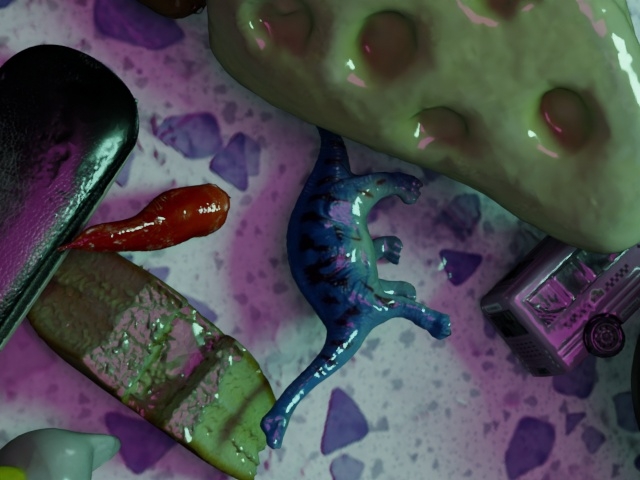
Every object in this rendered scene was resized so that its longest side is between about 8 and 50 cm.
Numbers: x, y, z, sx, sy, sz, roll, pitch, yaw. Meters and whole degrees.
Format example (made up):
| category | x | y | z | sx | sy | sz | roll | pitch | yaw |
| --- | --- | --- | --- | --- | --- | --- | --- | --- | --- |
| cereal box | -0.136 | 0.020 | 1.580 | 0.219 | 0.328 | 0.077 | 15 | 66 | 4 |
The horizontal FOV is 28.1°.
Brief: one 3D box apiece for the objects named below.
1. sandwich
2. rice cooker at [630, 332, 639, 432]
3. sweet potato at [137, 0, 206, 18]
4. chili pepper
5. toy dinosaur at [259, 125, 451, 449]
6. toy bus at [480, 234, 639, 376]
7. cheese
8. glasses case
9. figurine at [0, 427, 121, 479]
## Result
| category | x | y | z | sx | sy | sz | roll | pitch | yaw |
| --- | --- | --- | --- | --- | --- | --- | --- | --- | --- |
| sandwich | -0.122 | 0.092 | 0.982 | 0.244 | 0.088 | 0.090 | 40 | 74 | -10 |
| rice cooker | 0.404 | 0.111 | 1.020 | 0.316 | 0.316 | 0.264 | -21 | 90 | -18 |
| sweet potato | -0.159 | -0.282 | 1.031 | 0.081 | 0.062 | 0.233 | -22 | 87 | -34 |
| chili pepper | -0.127 | -0.013 | 0.988 | 0.178 | 0.027 | 0.045 | -14 | 128 | -46 |
| toy dinosaur | 0.028 | 0.015 | 1.039 | 0.144 | 0.076 | 0.329 | 10 | 68 | -17 |
| toy bus | 0.238 | 0.024 | 1.101 | 0.199 | 0.096 | 0.108 | -42 | 92 | -14 |
| cheese | 0.086 | -0.130 | 0.998 | 0.328 | 0.129 | 0.351 | -12 | 112 | 13 |
| glasses case | -0.252 | -0.008 | 0.955 | 0.122 | 0.075 | 0.314 | 31 | 76 | 2 |
| figurine | -0.158 | 0.273 | 0.900 | 0.338 | 0.204 | 0.283 | 17 | 66 | -23 |
